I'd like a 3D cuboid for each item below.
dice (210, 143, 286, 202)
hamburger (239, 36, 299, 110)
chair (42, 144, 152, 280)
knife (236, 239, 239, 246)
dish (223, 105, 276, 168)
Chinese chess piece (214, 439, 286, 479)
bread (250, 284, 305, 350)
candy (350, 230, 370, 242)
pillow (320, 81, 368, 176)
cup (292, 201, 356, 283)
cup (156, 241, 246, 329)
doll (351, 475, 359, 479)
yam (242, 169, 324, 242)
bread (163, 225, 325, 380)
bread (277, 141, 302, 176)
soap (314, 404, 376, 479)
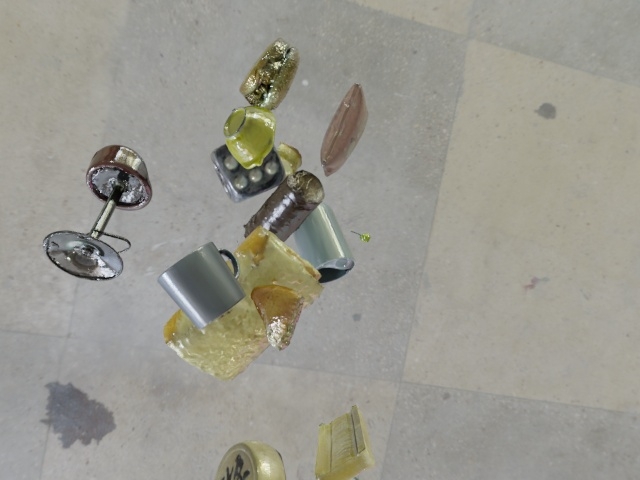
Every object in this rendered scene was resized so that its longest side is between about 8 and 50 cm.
[{"bbox_3d":[-0.224,-0.227,1.430,0.182,0.183,0.181,-28,102,-14],"label":"dice"},{"bbox_3d":[-0.134,-0.478,1.326,0.122,0.189,0.215,32,53,-17],"label":"hamburger"},{"bbox_3d":[-0.670,-0.096,1.455,0.226,0.226,0.401,13,49,-10],"label":"chair"},{"bbox_3d":[-0.289,0.136,1.824,0.017,0.047,0.298,-11,107,-2],"label":"knife"},{"bbox_3d":[-0.187,-0.271,1.144,0.149,0.208,0.080,-38,135,22],"label":"dish"},{"bbox_3d":[-0.208,0.714,1.333,0.104,0.257,0.257,25,88,-35],"label":"Chinese chess piece"},{"bbox_3d":[-0.084,0.150,1.001,0.054,0.136,0.154,-16,74,-51],"label":"bread"},{"bbox_3d":[0.144,-0.020,1.689,0.123,0.035,0.035,24,79,-52],"label":"candy"},{"bbox_3d":[0.060,-0.278,1.222,0.084,0.236,0.223,27,91,7],"label":"pillow"},{"bbox_3d":[0.000,0.000,1.896,0.205,0.205,0.312,-16,62,-9],"label":"cup"},{"bbox_3d":[-0.130,0.049,0.552,0.077,0.078,0.100,54,42,-2],"label":"cup"},{"bbox_3d":[0.068,0.602,1.132,0.094,0.180,0.079,-53,136,-1],"label":"doll"},{"bbox_3d":[-0.110,-0.073,1.292,0.131,0.279,0.131,22,48,-26],"label":"yam"},{"bbox_3d":[-0.194,0.159,1.171,0.375,0.165,0.236,-44,119,6],"label":"bread"},{"bbox_3d":[-0.138,-0.302,1.772,0.125,0.156,0.086,35,58,-18],"label":"bread"},{"bbox_3d":[0.039,0.356,0.809,0.092,0.252,0.037,-30,85,-1],"label":"soap"}]
